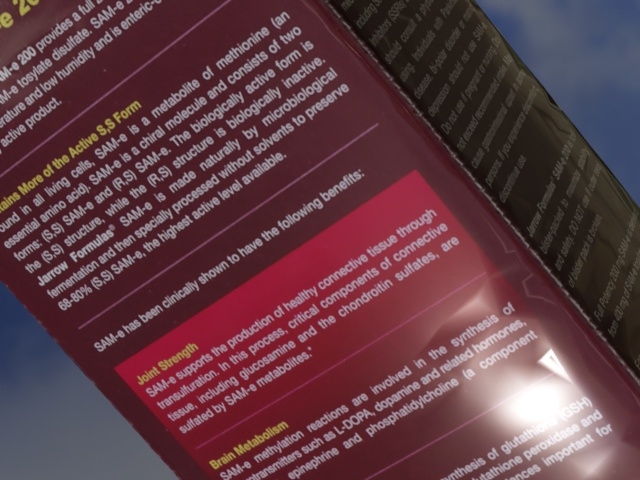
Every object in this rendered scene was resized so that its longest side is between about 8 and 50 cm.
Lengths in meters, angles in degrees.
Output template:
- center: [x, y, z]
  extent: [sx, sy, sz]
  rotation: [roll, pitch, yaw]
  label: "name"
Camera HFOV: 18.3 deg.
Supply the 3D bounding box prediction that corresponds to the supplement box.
- center: [0.000, 0.000, 0.522]
  extent: [0.239, 0.130, 0.073]
  rotation: [50, -148, -12]
  label: "supplement box"
